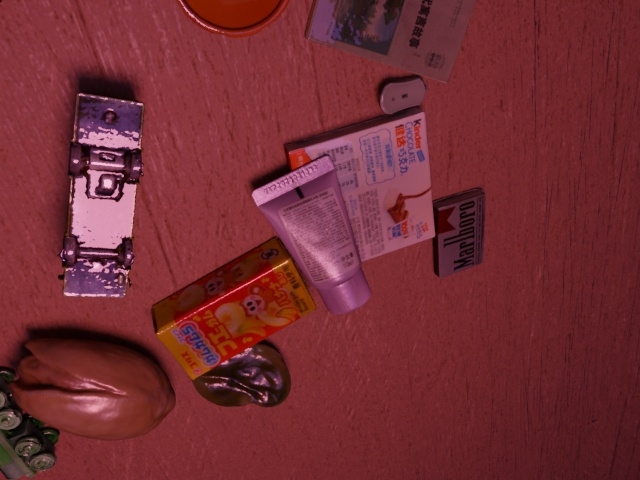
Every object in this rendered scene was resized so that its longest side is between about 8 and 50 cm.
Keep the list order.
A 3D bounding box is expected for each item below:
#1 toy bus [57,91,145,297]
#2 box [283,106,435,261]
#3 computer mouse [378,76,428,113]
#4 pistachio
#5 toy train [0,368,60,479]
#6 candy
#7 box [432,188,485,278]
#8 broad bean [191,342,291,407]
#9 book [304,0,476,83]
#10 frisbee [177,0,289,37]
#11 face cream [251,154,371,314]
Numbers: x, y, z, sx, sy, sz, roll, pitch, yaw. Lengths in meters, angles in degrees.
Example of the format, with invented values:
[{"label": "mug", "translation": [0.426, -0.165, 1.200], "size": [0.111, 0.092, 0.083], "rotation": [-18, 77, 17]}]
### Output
[{"label": "toy bus", "translation": [-0.332, -0.070, 0.860], "size": [0.113, 0.139, 0.301], "rotation": [4, 107, -25]}, {"label": "box", "translation": [0.084, -0.088, 1.069], "size": [0.265, 0.048, 0.273], "rotation": [-17, 121, -11]}, {"label": "computer mouse", "translation": [0.145, -0.263, 1.011], "size": [0.110, 0.032, 0.055], "rotation": [-19, 124, -24]}, {"label": "pistachio", "translation": [-0.391, 0.264, 1.001], "size": [0.293, 0.182, 0.162], "rotation": [22, 69, -34]}, {"label": "toy train", "translation": [-0.571, 0.336, 1.013], "size": [0.119, 0.085, 0.251], "rotation": [-18, 120, -6]}, {"label": "candy", "translation": [-0.161, 0.128, 1.062], "size": [0.276, 0.088, 0.146], "rotation": [-28, 125, -5]}, {"label": "box", "translation": [0.294, -0.014, 1.204], "size": [0.115, 0.036, 0.177], "rotation": [-16, 122, -14]}, {"label": "broad bean", "translation": [-0.154, 0.275, 1.153], "size": [0.207, 0.072, 0.153], "rotation": [24, 93, -29]}, {"label": "book", "translation": [0.129, -0.399, 0.936], "size": [0.283, 0.025, 0.214], "rotation": [7, 113, -24]}, {"label": "frisbee", "translation": [-0.130, -0.398, 0.822], "size": [0.192, 0.035, 0.192], "rotation": [-10, 119, -18]}, {"label": "face cream", "translation": [0.000, 0.000, 1.015], "size": [0.154, 0.096, 0.273], "rotation": [-25, 110, -1]}]
